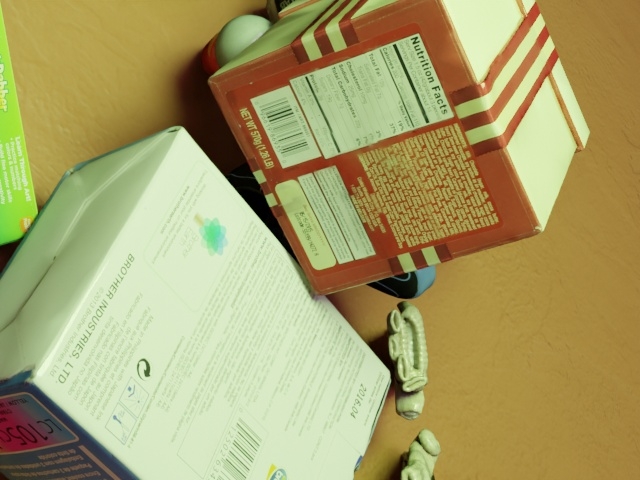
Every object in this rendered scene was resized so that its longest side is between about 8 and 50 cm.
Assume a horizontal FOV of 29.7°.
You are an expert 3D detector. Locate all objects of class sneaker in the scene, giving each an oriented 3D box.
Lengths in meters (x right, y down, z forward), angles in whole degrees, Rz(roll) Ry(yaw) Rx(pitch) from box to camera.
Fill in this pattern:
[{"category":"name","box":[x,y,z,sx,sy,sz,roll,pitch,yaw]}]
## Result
[{"category":"sneaker","box":[0.000,0.000,1.207,0.232,0.081,0.090,32,44,13]}]

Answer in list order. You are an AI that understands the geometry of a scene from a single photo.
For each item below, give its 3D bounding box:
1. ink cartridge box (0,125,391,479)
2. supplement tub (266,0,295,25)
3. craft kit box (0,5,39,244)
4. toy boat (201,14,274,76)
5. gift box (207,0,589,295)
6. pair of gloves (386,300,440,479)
[{"category":"ink cartridge box","box":[-0.098,0.145,1.025,0.395,0.151,0.270,49,46,-29]},{"category":"supplement tub","box":[0.083,-0.157,1.314,0.194,0.194,0.316,-22,90,-46]},{"category":"craft kit box","box":[-0.349,-0.098,0.929,0.247,0.061,0.249,-17,104,-43]},{"category":"toy boat","box":[-0.115,-0.306,1.184,0.268,0.148,0.318,-19,99,-16]},{"category":"gift box","box":[0.062,-0.129,1.075,0.255,0.276,0.258,68,30,-19]},{"category":"pair of gloves","box":[0.097,0.182,1.213,0.204,0.042,0.240,66,18,-76]}]
